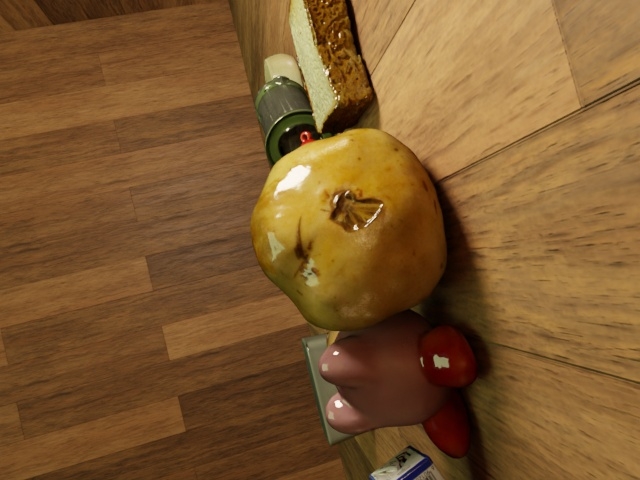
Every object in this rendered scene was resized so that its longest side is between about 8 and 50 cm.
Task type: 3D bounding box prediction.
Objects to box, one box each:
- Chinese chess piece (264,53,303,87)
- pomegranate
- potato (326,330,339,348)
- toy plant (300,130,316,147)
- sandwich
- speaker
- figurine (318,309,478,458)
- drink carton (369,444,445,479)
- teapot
[{"bbox_3d":[-0.127,-0.524,1.603,0.250,0.101,0.250,166,90,-81],"label":"Chinese chess piece"},{"bbox_3d":[0.051,-0.013,0.763,0.332,0.332,0.333,166,90,-81],"label":"pomegranate"},{"bbox_3d":[0.082,0.339,1.505,0.150,0.146,0.234,-52,16,18],"label":"potato"},{"bbox_3d":[0.018,-0.163,1.200,0.154,0.088,0.240,11,113,31],"label":"toy plant"},{"bbox_3d":[0.013,-0.392,0.991,0.271,0.099,0.301,-176,69,-85],"label":"sandwich"},{"bbox_3d":[0.064,0.561,1.774,0.183,0.184,0.406,179,77,-81],"label":"speaker"},{"bbox_3d":[0.143,0.229,0.837,0.211,0.261,0.270,-68,-26,-55],"label":"figurine"},{"bbox_3d":[0.224,0.529,0.786,0.315,0.106,0.130,55,168,10],"label":"drink carton"},{"bbox_3d":[-0.085,-0.328,1.372,0.337,0.200,0.270,-112,10,-51],"label":"teapot"}]
